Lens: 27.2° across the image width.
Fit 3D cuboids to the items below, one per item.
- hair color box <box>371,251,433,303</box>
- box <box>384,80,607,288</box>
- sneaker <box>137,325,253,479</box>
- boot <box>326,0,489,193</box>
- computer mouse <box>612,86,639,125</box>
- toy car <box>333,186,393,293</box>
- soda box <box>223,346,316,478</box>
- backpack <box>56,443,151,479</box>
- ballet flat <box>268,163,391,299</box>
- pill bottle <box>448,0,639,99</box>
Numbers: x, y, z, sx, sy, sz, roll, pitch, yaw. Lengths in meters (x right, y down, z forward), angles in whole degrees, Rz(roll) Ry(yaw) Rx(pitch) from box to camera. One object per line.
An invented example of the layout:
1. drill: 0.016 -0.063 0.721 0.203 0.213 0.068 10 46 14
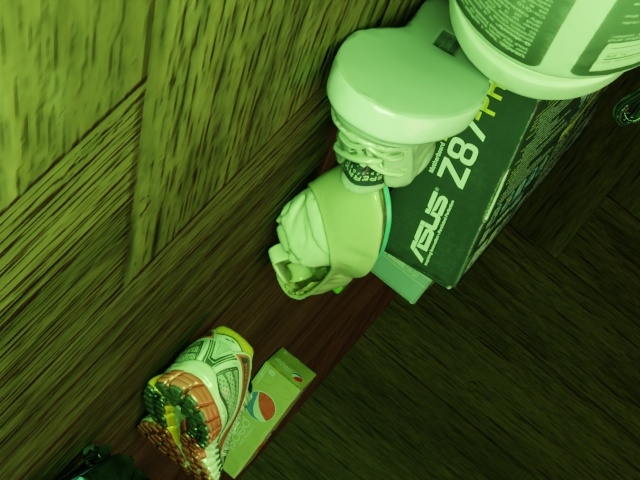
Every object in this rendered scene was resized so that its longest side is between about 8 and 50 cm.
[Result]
1. hair color box: 0.201 -0.115 1.579 0.374 0.113 0.185 -55 172 25
2. box: 0.207 -0.175 1.174 0.395 0.097 0.318 -42 160 -52
3. sneaker: -0.096 0.146 1.148 0.093 0.088 0.225 -49 173 -26
4. boot: 0.051 -0.076 0.885 0.123 0.095 0.258 -61 170 26
5. computer mouse: 0.297 -0.221 1.377 0.042 0.193 0.106 -21 162 -42
6. toy car: 0.054 -0.033 1.323 0.239 0.053 0.225 -42 169 -48
7. soda box: -0.084 0.233 1.783 0.181 0.061 0.058 -55 172 27
8. backpack: -0.192 0.249 0.971 0.158 0.117 0.173 -54 170 16
9. ballet flat: 0.000 0.000 1.067 0.086 0.086 0.248 -49 174 -15
10. pill bottle: 0.152 -0.182 0.721 0.162 0.162 0.278 -49 174 -11
